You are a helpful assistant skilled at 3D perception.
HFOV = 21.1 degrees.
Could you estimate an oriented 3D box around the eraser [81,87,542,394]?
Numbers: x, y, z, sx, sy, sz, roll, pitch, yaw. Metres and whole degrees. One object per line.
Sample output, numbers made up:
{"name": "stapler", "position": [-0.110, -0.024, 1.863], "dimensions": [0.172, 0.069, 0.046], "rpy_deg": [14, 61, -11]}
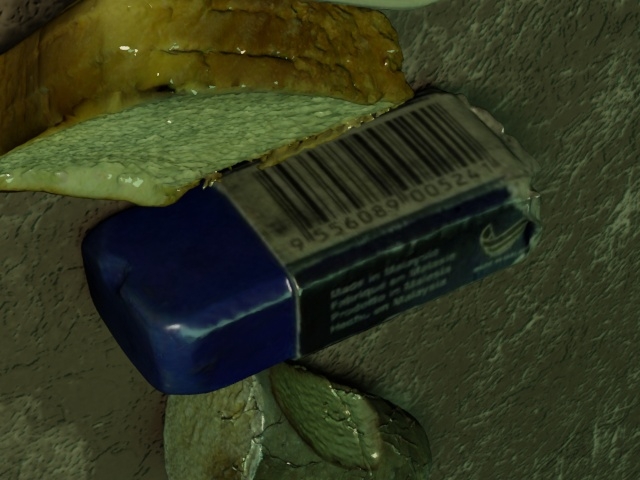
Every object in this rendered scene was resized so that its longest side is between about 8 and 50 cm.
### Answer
{"name": "eraser", "position": [0.000, 0.000, 1.293], "dimensions": [0.332, 0.155, 0.102], "rpy_deg": [-23, 137, -20]}

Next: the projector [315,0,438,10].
{"name": "projector", "position": [-0.062, -0.269, 0.908], "dimensions": [0.248, 0.249, 0.248], "rpy_deg": [1, 105, -39]}

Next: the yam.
{"name": "yam", "position": [-0.027, 0.178, 1.435], "dimensions": [0.154, 0.154, 0.254], "rpy_deg": [-51, 142, 9]}

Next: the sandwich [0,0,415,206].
{"name": "sandwich", "position": [-0.103, -0.093, 1.094], "dimensions": [0.226, 0.087, 0.251], "rpy_deg": [-2, 167, -41]}
